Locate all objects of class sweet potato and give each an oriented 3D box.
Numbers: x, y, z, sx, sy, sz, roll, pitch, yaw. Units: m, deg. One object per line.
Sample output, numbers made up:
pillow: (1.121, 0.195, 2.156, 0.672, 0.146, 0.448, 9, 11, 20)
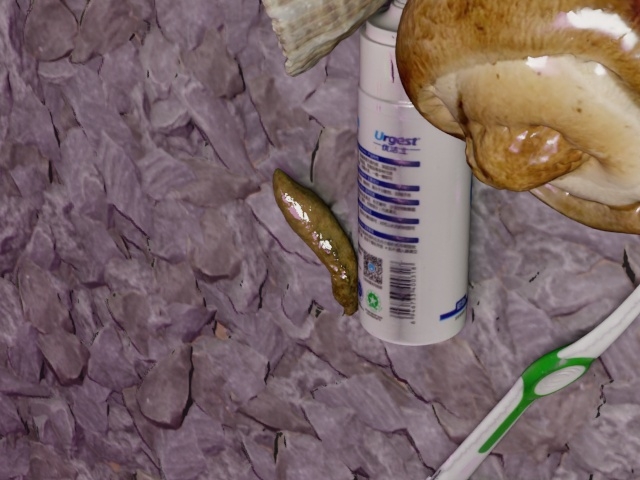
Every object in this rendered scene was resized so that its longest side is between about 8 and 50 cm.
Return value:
sweet potato: (0.004, 0.001, 1.149, 0.041, 0.038, 0.153, 3, 126, 58)

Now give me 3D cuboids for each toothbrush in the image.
toothbrush: (0.185, 0.112, 1.075, 0.418, 0.042, 0.040, -58, 37, 40)

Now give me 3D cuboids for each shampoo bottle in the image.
shampoo bottle: (0.073, -0.070, 1.027, 0.092, 0.092, 0.303, 15, 120, 29)

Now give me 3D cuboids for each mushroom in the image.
mushroom: (0.172, -0.107, 0.865, 0.253, 0.153, 0.253, 23, 156, 11)

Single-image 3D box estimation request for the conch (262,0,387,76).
conch: (0.000, -0.269, 0.895, 0.210, 0.352, 0.297, -15, 62, 11)
